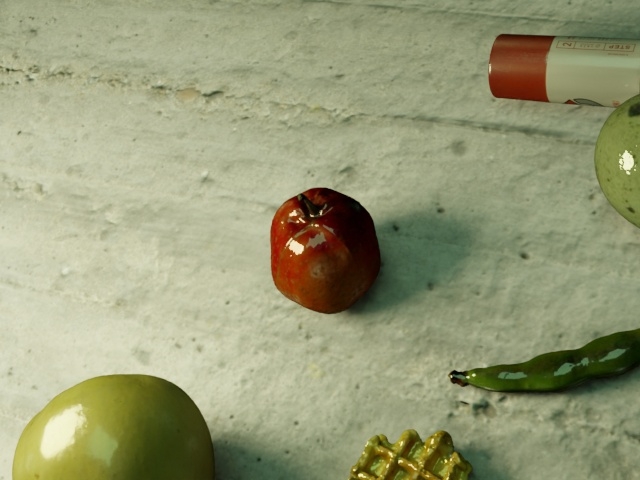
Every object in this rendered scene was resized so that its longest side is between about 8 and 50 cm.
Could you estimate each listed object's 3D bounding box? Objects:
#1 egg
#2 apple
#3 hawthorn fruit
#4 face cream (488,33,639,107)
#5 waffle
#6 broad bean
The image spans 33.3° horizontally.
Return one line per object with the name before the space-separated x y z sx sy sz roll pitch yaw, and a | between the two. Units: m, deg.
egg | 0.446 -0.084 1.323 0.177 0.177 0.228 -37 65 -4
apple | -0.249 0.292 1.323 0.262 0.262 0.262 -10 56 15
hawthorn fruit | 0.000 0.000 1.434 0.157 0.194 0.157 -8 48 9
face cream | 0.353 -0.239 1.504 0.214 0.096 0.096 8 63 26
waffle | 0.095 0.318 1.279 0.160 0.055 0.211 24 71 31
broad bean | 0.303 0.154 1.310 0.297 0.043 0.060 -15 46 13
